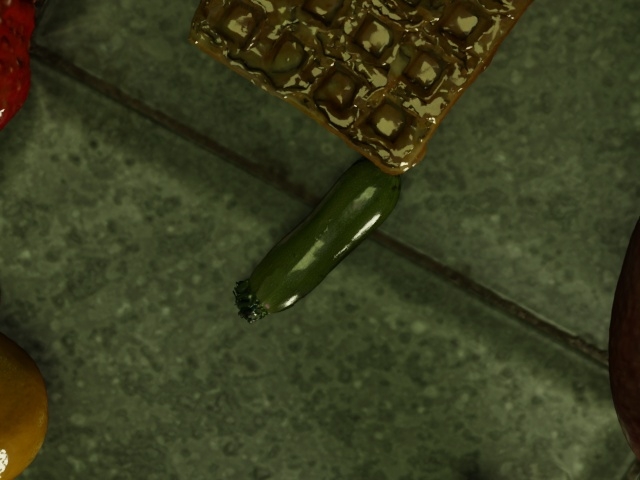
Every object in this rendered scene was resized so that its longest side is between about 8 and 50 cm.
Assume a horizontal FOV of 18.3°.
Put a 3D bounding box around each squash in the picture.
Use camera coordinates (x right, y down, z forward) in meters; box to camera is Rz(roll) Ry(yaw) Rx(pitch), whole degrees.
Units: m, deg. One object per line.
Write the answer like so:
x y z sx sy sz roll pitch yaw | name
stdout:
0.000 0.000 1.581 0.052 0.052 0.183 42 109 -7 | squash

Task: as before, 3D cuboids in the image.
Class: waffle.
0.063 -0.225 1.468 0.213 0.091 0.308 35 111 -5 | waffle

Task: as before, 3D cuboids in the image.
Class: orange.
-0.303 0.144 1.630 0.159 0.136 0.159 0 128 -1 | orange

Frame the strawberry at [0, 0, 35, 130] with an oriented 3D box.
-0.322 -0.177 1.464 0.257 0.257 0.277 -32 91 18 | strawberry

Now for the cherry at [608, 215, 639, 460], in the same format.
0.335 0.073 1.469 0.261 0.221 0.307 -28 90 9 | cherry
